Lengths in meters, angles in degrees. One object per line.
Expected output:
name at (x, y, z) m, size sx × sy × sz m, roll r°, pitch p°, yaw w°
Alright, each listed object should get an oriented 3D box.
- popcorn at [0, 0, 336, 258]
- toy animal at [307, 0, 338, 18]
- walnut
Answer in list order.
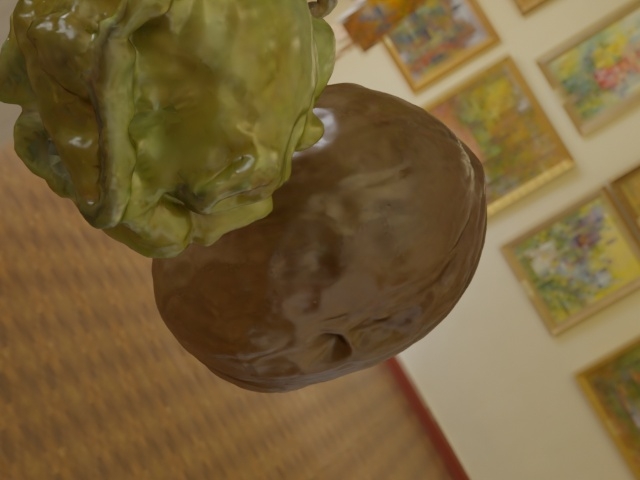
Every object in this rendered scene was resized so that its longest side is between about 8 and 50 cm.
popcorn at (-0.141, -0.148, 1.159) m, size 0.312 × 0.312 × 0.312 m, roll 56°, pitch 10°, yaw -15°
toy animal at (-0.049, -0.388, 1.679) m, size 0.233 × 0.169 × 0.121 m, roll 32°, pitch 58°, yaw -12°
walnut at (0.000, 0.000, 1.481) m, size 0.308 × 0.398 × 0.354 m, roll 66°, pitch 7°, yaw 10°
